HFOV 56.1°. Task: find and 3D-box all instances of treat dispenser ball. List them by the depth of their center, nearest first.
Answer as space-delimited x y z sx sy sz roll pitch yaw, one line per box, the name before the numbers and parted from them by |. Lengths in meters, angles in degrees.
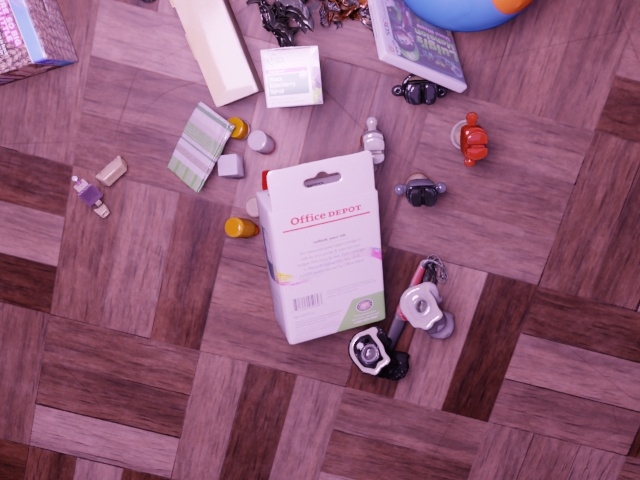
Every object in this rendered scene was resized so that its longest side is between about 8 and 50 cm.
treat dispenser ball | 0.248 -0.492 0.981 0.287 0.288 0.289 0 104 1

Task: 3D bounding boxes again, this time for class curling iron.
curling iron | 0.188 0.155 1.274 0.068 0.035 0.274 25 103 -5

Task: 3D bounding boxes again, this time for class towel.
towel | -0.235 -0.183 1.178 0.113 0.023 0.152 39 107 32

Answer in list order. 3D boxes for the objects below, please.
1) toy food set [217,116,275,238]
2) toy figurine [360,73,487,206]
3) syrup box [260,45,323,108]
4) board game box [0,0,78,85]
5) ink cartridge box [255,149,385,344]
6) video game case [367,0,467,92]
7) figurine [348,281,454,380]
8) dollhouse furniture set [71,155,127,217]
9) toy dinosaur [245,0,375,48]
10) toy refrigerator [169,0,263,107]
toy food set | -0.130 -0.122 1.195 0.111 0.104 0.233 -5 86 16
toy figurine | 0.189 -0.188 1.138 0.213 0.148 0.209 38 107 -10
syrup box | -0.045 -0.284 1.063 0.093 0.237 0.097 -5 104 1
board game box | -0.640 -0.401 1.091 0.290 0.141 0.232 -15 104 4
ink cartridge box | 0.000 0.000 1.134 0.207 0.119 0.354 -13 118 -14
video game case | 0.168 -0.358 1.055 0.190 0.173 0.022 11 149 -32
figurine | 0.181 0.196 1.213 0.215 0.209 0.092 -42 59 4
dollhouse furniture set | -0.444 -0.124 1.227 0.114 0.091 0.081 -46 57 -11
toy dinosaur | -0.013 -0.469 1.085 0.321 0.164 0.218 35 81 7
toy refrigerator | -0.202 -0.388 1.109 0.094 0.102 0.270 -20 104 6
